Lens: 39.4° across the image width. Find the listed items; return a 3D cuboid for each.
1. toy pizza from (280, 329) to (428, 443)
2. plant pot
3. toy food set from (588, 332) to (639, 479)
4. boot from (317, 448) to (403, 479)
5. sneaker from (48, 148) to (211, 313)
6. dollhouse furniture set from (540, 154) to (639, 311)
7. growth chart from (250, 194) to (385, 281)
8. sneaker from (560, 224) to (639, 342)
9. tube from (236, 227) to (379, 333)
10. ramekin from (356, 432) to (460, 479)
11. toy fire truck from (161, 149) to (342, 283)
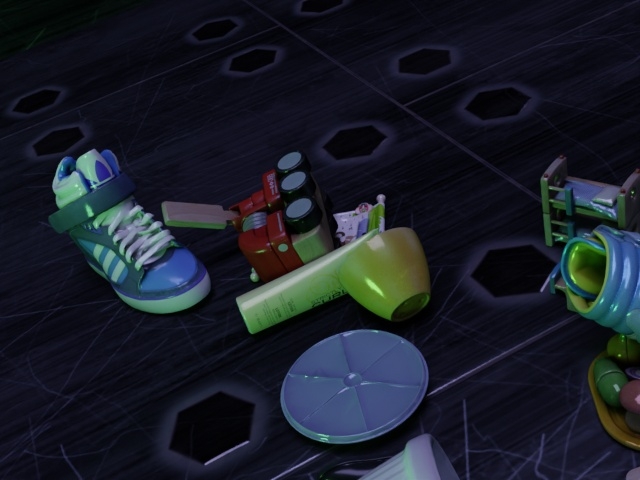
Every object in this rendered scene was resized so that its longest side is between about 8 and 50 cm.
[{"bbox_3d":[0.046,0.197,1.194,0.201,0.032,0.201,-11,36,8],"label":"toy pizza"},{"bbox_3d":[0.106,0.061,1.292,0.134,0.134,0.095,-25,61,-13],"label":"plant pot"},{"bbox_3d":[0.391,0.176,1.056,0.128,0.071,0.218,-11,36,7],"label":"toy food set"},{"bbox_3d":[0.060,0.299,1.041,0.121,0.045,0.099,-14,38,2],"label":"boot"},{"bbox_3d":[-0.328,-0.030,1.467,0.130,0.236,0.322,-38,41,-28],"label":"sneaker"},{"bbox_3d":[0.363,-0.013,1.274,0.129,0.129,0.183,16,46,37],"label":"dollhouse furniture set"},{"bbox_3d":[0.000,0.000,1.491,0.237,0.021,0.172,-12,36,7],"label":"growth chart"},{"bbox_3d":[0.420,0.019,1.136,0.208,0.127,0.319,25,33,11],"label":"sneaker"},{"bbox_3d":[-0.008,0.065,1.352,0.240,0.070,0.062,-24,75,-6],"label":"tube"},{"bbox_3d":[0.098,0.325,0.812,0.127,0.273,0.273,-24,35,7],"label":"ramekin"},{"bbox_3d":[-0.112,-0.025,1.441,0.246,0.158,0.217,-25,36,9],"label":"toy fire truck"}]
